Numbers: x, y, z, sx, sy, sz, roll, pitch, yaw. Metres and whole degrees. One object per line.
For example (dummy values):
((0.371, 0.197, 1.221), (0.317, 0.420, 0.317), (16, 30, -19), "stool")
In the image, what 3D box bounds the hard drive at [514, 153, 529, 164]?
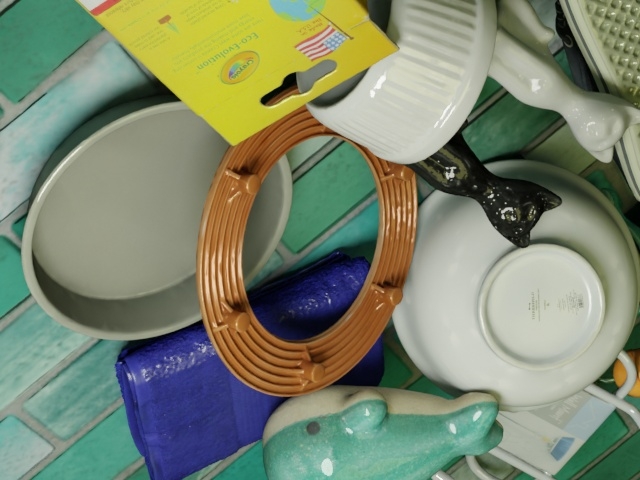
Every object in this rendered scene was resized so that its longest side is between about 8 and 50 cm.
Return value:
((0.201, -0.029, 2.017), (0.135, 0.022, 0.094), (-38, 136, 1), "hard drive")

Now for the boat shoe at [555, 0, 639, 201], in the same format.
((0.322, -0.259, 1.817), (0.187, 0.156, 0.500), (-26, 123, -9), "boat shoe")

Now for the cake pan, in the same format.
((-0.170, -0.029, 1.761), (0.293, 0.054, 0.293), (-17, 133, -20), "cake pan")

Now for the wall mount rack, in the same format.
((0.308, 0.280, 2.133), (0.304, 0.130, 0.350), (29, 139, -1), "wall mount rack")

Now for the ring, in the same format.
((0.000, 0.000, 1.797), (0.336, 0.032, 0.336), (-18, 114, -45), "ring")

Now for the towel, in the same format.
((-0.077, 0.141, 1.954), (0.308, 0.076, 0.227), (-22, 141, -16), "towel")

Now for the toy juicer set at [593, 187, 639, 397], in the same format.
((0.373, 0.050, 2.056), (0.089, 0.209, 0.329), (-15, 133, -36), "toy juicer set")

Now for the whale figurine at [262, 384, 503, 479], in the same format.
((0.072, 0.242, 1.936), (0.272, 0.141, 0.216), (-8, 149, 5), "whale figurine")

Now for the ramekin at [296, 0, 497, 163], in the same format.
((0.065, -0.188, 1.678), (0.109, 0.207, 0.207), (18, 114, -31), "ramekin")

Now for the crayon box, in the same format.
((-0.099, -0.240, 1.536), (0.202, 0.081, 0.318), (-27, 131, 22), "crayon box")

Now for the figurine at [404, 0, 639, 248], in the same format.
((0.200, -0.115, 1.775), (0.209, 0.092, 0.215), (36, 115, -17), "figurine")

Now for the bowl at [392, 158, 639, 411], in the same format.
((0.231, 0.063, 1.932), (0.298, 0.134, 0.298), (-1, 100, -6), "bowl")
